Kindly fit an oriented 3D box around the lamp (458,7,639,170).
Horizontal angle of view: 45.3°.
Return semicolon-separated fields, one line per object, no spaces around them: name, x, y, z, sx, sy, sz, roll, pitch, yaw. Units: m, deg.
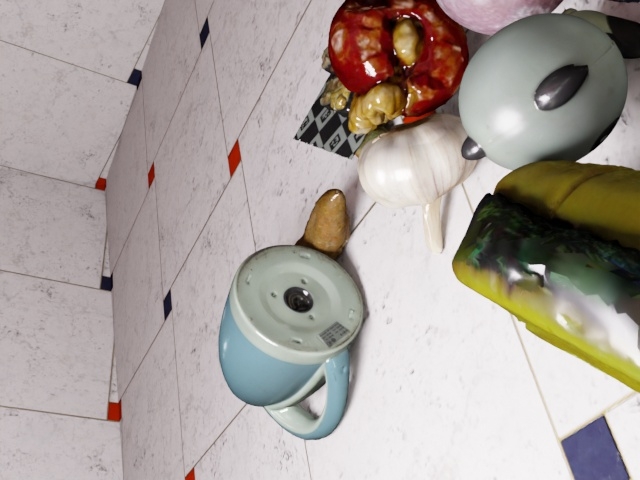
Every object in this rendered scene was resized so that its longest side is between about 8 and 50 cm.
lamp;0.275;-0.185;0.910;0.198;0.244;0.197;30;139;30

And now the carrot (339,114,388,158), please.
carrot;0.066;-0.241;1.519;0.298;0.078;0.078;-115;41;-55

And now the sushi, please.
sushi;0.045;-0.311;1.486;0.292;0.059;0.294;-61;28;-1

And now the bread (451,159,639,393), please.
bread;0.314;0.042;0.762;0.208;0.251;0.376;-56;27;-6

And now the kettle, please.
kettle;-0.067;0.232;1.493;0.319;0.247;0.342;51;140;23

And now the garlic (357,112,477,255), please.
garlic;0.164;-0.078;1.205;0.199;0.199;0.225;13;123;63

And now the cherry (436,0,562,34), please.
cherry;0.249;-0.402;1.046;0.236;0.213;0.285;-61;8;0

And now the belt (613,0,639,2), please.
belt;0.398;-0.346;0.841;0.122;0.128;0.218;62;157;-11

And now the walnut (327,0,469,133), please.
walnut;0.113;-0.286;1.251;0.269;0.222;0.243;-109;34;-80

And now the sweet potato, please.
sweet potato;0.002;0.000;1.528;0.092;0.114;0.341;48;138;16
